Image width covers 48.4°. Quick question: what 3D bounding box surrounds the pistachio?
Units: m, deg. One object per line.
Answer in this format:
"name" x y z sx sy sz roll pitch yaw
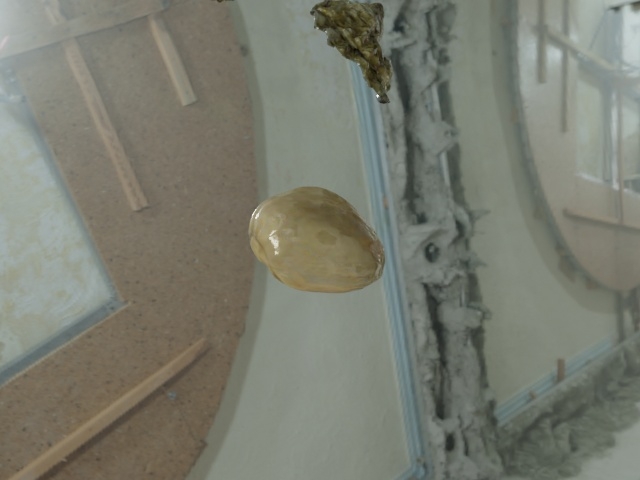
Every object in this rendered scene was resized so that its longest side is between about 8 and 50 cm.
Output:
"pistachio" 0.000 0.000 0.978 0.201 0.117 0.145 14 -91 -18

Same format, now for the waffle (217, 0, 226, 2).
"waffle" -0.333 -0.681 1.758 0.301 0.282 0.058 27 -93 -44

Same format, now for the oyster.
"oyster" 0.033 -0.166 0.613 0.146 0.045 0.121 6 -114 -67
